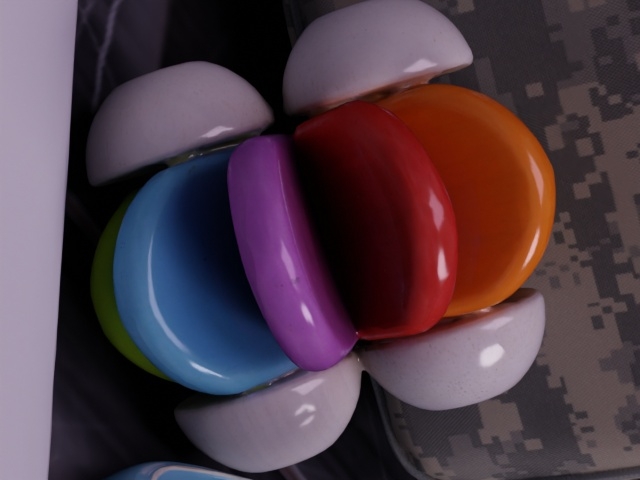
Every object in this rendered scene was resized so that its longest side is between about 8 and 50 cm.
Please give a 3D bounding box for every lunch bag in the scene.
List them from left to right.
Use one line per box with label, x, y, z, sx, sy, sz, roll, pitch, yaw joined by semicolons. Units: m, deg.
lunch bag;0.135;-0.061;0.718;0.256;0.212;0.305;-26;102;-66

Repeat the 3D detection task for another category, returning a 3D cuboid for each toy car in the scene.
toy car;0.000;0.000;0.554;0.136;0.182;0.159;-109;-179;-86

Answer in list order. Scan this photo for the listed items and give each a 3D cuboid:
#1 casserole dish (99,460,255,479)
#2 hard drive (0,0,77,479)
casserole dish;-0.014;0.136;0.568;0.188;0.037;0.114;21;31;-38
hard drive;-0.178;-0.084;0.474;0.233;0.047;0.353;17;68;-46
